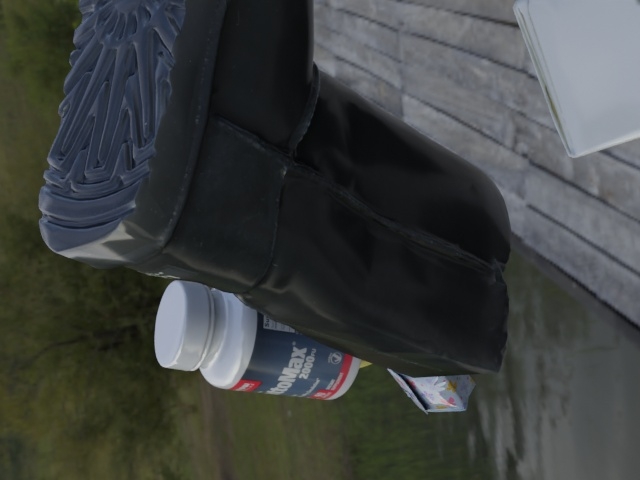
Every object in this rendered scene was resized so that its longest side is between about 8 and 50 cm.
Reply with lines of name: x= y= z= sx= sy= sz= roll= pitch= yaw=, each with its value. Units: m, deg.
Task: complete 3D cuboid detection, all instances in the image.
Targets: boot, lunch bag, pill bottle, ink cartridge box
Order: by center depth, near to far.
ink cartridge box: x=0.281 y=-0.165 z=0.712 sx=0.121 sy=0.211 sz=0.289 roll=69 pitch=-156 yaw=-5
boot: x=0.028 y=-0.100 z=0.728 sx=0.146 sy=0.445 sz=0.366 roll=8 pitch=79 yaw=43
pill bottle: x=-0.060 y=0.091 z=0.891 sx=0.108 sy=0.180 sz=0.107 roll=-32 pitch=53 yaw=55
lunch bag: x=0.125 y=0.164 z=1.083 sx=0.071 sy=0.083 sz=0.053 roll=55 pitch=-134 yaw=-27

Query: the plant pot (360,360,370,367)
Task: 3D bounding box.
plant pot: x=0.000 y=0.000 z=1.195 sx=0.239 sy=0.254 sz=0.254 roll=-122 pitch=26 yaw=-60
